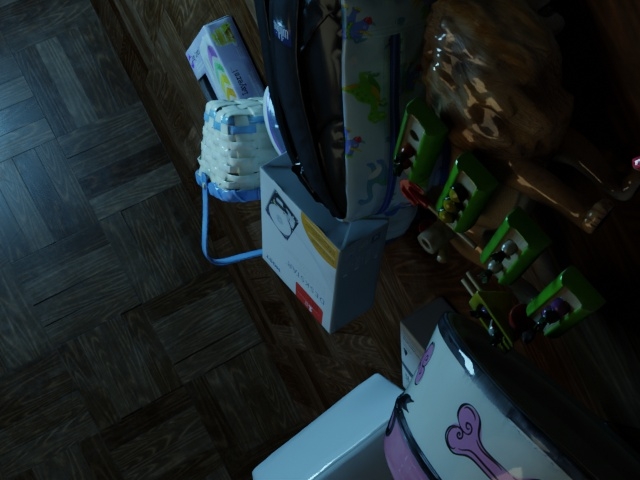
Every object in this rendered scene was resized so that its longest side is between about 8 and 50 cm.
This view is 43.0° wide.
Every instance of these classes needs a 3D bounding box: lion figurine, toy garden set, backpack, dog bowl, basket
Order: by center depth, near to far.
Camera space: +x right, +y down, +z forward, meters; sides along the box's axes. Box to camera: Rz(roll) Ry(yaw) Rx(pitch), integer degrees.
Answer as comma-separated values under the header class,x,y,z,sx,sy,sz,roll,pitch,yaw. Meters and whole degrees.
class,x,y,z,sx,sy,sz,roll,pitch,yaw
toy garden set,0.142,0.007,0.796,0.244,0.049,0.204,50,166,14
lion figurine,0.182,-0.059,0.830,0.240,0.142,0.392,40,148,22
dog bowl,0.237,0.260,0.830,0.408,0.150,0.408,39,-172,-7
backpack,0.046,-0.192,0.920,0.290,0.273,0.356,46,137,52
basket,-0.089,-0.108,1.441,0.201,0.254,0.289,30,125,60

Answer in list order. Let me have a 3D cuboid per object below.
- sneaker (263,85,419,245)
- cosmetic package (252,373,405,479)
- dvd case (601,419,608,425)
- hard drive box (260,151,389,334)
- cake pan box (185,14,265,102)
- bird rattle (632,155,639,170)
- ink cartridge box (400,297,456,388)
class,x,y,z,sx,sy,sz,roll,pitch,yaw
sneaker,0.040,-0.143,1.221,0.323,0.130,0.236,65,156,4
cosmetic package,0.120,0.510,1.463,0.394,0.327,0.329,54,174,-3
dvd case,0.336,0.276,1.142,0.221,0.018,0.165,32,145,62
hard drive box,0.000,0.000,1.188,0.181,0.089,0.232,46,156,25
cake pan box,-0.190,-0.323,1.719,0.246,0.070,0.267,67,164,-9
bird rattle,0.335,0.028,0.566,0.207,0.143,0.253,54,176,-40
ink cartridge box,0.206,0.219,1.324,0.153,0.086,0.208,50,161,36
